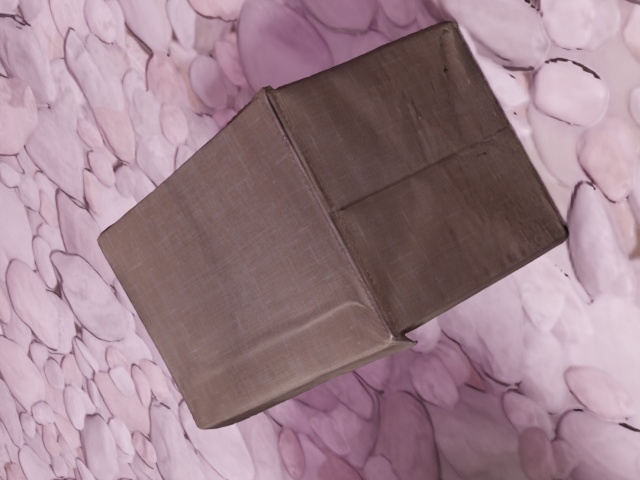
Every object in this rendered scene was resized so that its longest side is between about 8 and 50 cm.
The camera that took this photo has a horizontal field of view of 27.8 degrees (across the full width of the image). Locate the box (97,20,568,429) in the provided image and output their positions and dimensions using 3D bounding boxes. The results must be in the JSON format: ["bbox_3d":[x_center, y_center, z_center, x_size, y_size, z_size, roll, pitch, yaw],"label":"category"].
[{"bbox_3d":[0.000,0.000,0.779,0.231,0.149,0.155,-34,84,54],"label":"box"}]
